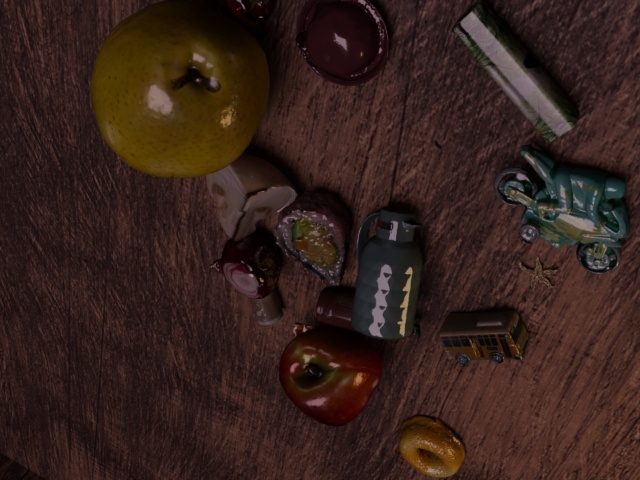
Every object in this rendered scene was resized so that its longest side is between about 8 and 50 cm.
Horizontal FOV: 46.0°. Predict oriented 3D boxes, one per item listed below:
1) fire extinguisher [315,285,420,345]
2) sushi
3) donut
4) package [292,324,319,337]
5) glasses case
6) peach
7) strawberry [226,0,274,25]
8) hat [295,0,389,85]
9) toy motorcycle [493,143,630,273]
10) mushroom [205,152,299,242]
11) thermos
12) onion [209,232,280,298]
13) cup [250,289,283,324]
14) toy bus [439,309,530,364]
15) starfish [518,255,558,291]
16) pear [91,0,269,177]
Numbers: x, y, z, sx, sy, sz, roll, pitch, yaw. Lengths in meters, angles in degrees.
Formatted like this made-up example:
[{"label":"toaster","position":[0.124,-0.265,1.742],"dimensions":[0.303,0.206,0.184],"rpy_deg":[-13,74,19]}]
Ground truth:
[{"label":"fire extinguisher","position":[0.124,0.189,1.830],"dimensions":[0.268,0.105,0.105],"rpy_deg":[14,128,21]},{"label":"sushi","position":[0.012,-0.011,1.747],"dimensions":[0.241,0.107,0.161],"rpy_deg":[42,124,-19]},{"label":"donut","position":[0.293,0.564,2.028],"dimensions":[0.174,0.075,0.190],"rpy_deg":[-28,107,40]},{"label":"package","position":[-0.037,0.276,2.033],"dimensions":[0.077,0.033,0.111],"rpy_deg":[17,125,31]},{"label":"glasses case","position":[0.353,-0.306,1.346],"dimensions":[0.272,0.095,0.062],"rpy_deg":[46,131,-9]},{"label":"peach","position":[0.039,0.338,1.901],"dimensions":[0.245,0.274,0.249],"rpy_deg":[-26,70,11]},{"label":"strawberry","position":[-0.143,-0.481,1.506],"dimensions":[0.106,0.106,0.106],"rpy_deg":[15,129,20]},{"label":"hat","position":[0.035,-0.388,1.469],"dimensions":[0.205,0.089,0.205],"rpy_deg":[16,130,20]},{"label":"toy motorcycle","position":[0.480,-0.064,1.443],"dimensions":[0.296,0.109,0.198],"rpy_deg":[34,130,1]},{"label":"mushroom","position":[-0.163,-0.131,1.760],"dimensions":[0.173,0.162,0.236],"rpy_deg":[62,151,18]},{"label":"thermos","position":[0.146,0.063,1.687],"dimensions":[0.182,0.145,0.287],"rpy_deg":[21,109,50]},{"label":"onion","position":[-0.187,0.052,1.903],"dimensions":[0.198,0.135,0.173],"rpy_deg":[9,131,43]},{"label":"cup","position":[-0.148,0.155,1.995],"dimensions":[0.074,0.102,0.099],"rpy_deg":[-18,118,-5]},{"label":"toy bus","position":[0.373,0.216,1.719],"dimensions":[0.182,0.091,0.103],"rpy_deg":[-7,119,35]},{"label":"starfish","position":[0.462,0.075,1.615],"dimensions":[0.092,0.016,0.086],"rpy_deg":[29,131,1]},{"label":"pear","position":[-0.283,-0.302,1.537],"dimensions":[0.362,0.362,0.418],"rpy_deg":[52,161,-12]}]
